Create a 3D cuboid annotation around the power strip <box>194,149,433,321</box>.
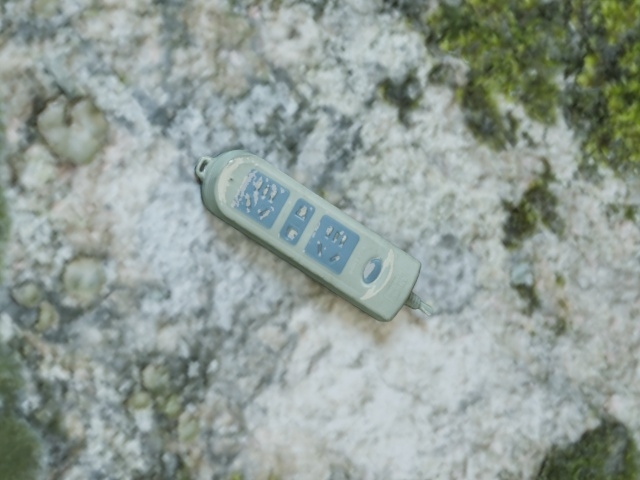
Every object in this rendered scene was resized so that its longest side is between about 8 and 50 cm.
[{"bbox_3d":[0.000,0.000,1.069,0.191,0.030,0.047,33,82,-23],"label":"power strip"}]
